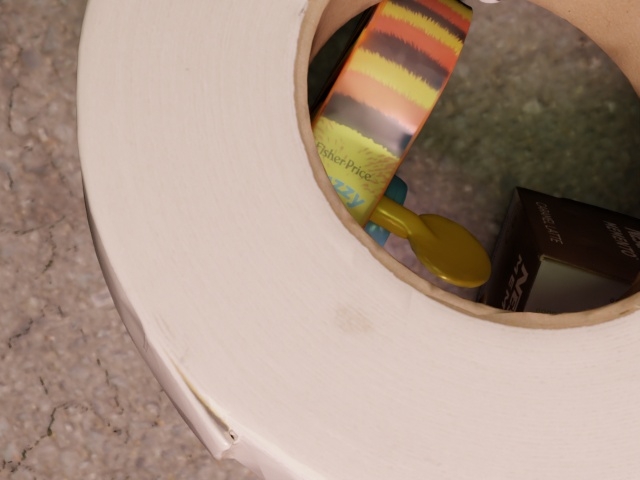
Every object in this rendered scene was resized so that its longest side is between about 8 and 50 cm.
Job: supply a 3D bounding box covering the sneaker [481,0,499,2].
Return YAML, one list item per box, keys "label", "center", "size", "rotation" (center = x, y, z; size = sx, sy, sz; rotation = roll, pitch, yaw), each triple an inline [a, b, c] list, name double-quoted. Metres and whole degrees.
- label: "sneaker"
  center: [0.105, -0.245, 0.471]
  size: [0.118, 0.110, 0.292]
  rotation: [31, 69, 11]

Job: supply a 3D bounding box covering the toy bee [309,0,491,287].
- label: "toy bee"
  center: [0.000, 0.000, 0.582]
  size: [0.195, 0.162, 0.298]
  rotation: [8, 109, -1]

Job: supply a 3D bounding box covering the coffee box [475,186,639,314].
- label: "coffee box"
  center: [0.127, 0.110, 0.620]
  size: [0.098, 0.141, 0.247]
  rotation: [16, 109, -1]

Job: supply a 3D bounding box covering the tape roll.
- label: "tape roll"
  center: [0.083, -0.051, 0.490]
  size: [0.391, 0.072, 0.392]
  rotation: [3, 72, -9]
